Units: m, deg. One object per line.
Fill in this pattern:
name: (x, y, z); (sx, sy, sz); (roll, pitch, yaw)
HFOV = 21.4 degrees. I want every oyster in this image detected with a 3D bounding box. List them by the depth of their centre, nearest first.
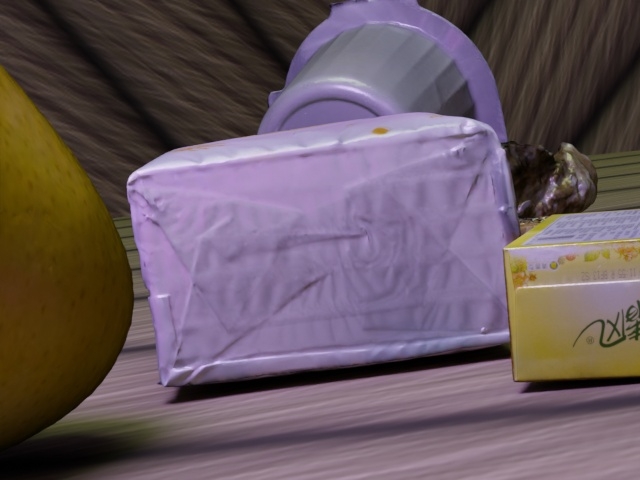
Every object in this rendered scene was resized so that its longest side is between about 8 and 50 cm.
oyster: (0.106, -0.024, 1.553); (0.294, 0.094, 0.166); (-16, -17, 13)

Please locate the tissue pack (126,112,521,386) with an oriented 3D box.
tissue pack: (0.000, 0.000, 0.917); (0.185, 0.124, 0.225); (-9, 3, -2)

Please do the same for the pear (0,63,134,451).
pear: (-0.235, -0.002, 0.650); (0.285, 0.336, 0.285); (-43, 21, 21)

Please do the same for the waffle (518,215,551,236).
waffle: (0.132, 0.008, 1.163); (0.102, 0.042, 0.148); (-8, 3, -12)

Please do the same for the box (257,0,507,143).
box: (0.060, -0.088, 1.760); (0.262, 0.291, 0.206); (-52, -2, 28)

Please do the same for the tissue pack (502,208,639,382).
tissue pack: (0.145, 0.021, 0.782); (0.095, 0.062, 0.176); (-4, 3, 14)
